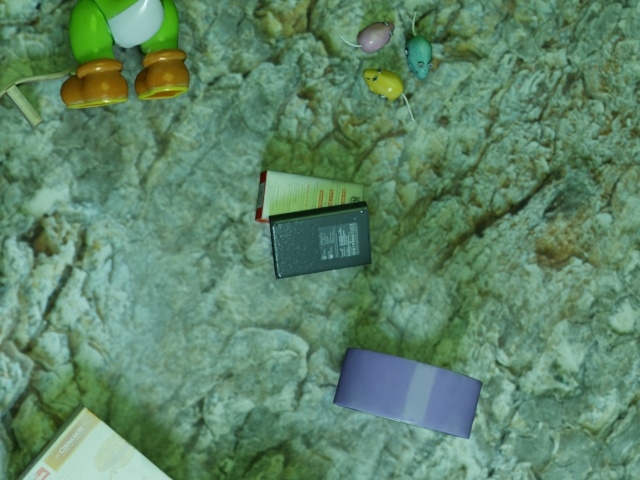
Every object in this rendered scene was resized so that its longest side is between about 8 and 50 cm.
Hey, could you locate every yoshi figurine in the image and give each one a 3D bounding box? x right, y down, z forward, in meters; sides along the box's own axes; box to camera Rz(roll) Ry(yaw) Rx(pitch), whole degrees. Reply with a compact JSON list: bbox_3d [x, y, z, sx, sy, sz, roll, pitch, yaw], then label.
[{"bbox_3d":[-0.286,-0.357,1.494,0.203,0.203,0.362,-6,97,12],"label":"yoshi figurine"}]

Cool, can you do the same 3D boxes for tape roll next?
[{"bbox_3d":[0.117,0.204,1.543,0.189,0.189,0.080,17,82,-15],"label":"tape roll"}]

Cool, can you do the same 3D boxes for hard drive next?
[{"bbox_3d":[0.000,0.000,1.576,0.135,0.022,0.094,-9,121,-7],"label":"hard drive"}]

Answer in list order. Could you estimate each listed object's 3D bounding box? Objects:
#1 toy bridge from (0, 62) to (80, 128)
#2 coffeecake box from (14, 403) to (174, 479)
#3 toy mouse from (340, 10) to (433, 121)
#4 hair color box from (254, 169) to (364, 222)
[{"bbox_3d":[-0.387,-0.176,1.504,0.188,0.026,0.063,-41,98,-17],"label":"toy bridge"},{"bbox_3d":[-0.282,0.323,1.477,0.185,0.068,0.142,43,76,-10],"label":"coffeecake box"},{"bbox_3d":[0.112,-0.276,1.659,0.161,0.031,0.143,34,77,-12],"label":"toy mouse"},{"bbox_3d":[-0.015,-0.053,1.598,0.141,0.043,0.072,8,84,-15],"label":"hair color box"}]
